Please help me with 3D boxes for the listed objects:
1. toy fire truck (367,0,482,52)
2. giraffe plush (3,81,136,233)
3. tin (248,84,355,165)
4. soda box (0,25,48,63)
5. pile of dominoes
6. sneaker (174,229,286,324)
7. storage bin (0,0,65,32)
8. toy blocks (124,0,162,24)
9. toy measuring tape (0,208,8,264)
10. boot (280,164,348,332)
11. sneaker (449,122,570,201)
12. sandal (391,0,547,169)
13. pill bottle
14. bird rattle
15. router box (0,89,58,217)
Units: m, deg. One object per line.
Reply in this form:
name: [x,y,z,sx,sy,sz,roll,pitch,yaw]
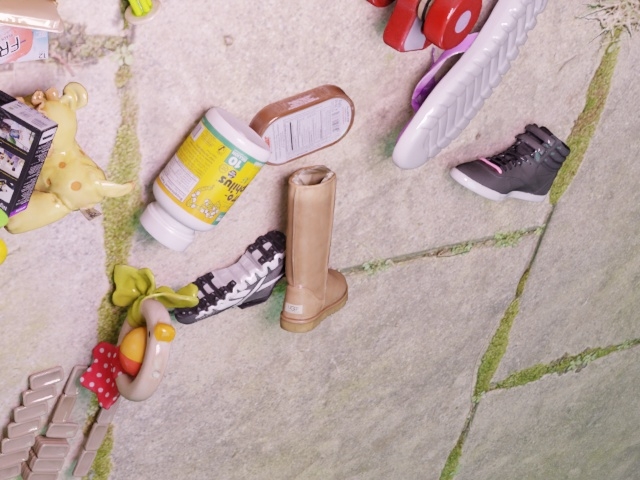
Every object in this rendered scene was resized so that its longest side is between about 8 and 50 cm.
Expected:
toy fire truck: [0.212,-0.426,1.584,0.253,0.169,0.302,-19,140,-51]
giraffe plush: [-0.366,-0.119,1.400,0.181,0.210,0.171,-32,114,-35]
tin: [-0.029,-0.186,1.693,0.189,0.040,0.106,-23,133,-20]
soda box: [-0.430,-0.252,1.290,0.183,0.063,0.058,-13,132,-29]
pile of dominoes: [-0.459,0.314,1.824,0.196,0.040,0.251,12,109,-43]
sneaker: [-0.141,0.086,1.817,0.234,0.078,0.106,-36,138,-10]
storage bin: [-0.373,-0.388,1.166,0.260,0.123,0.262,1,124,-39]
toy blocks: [-0.225,-0.368,1.354,0.123,0.054,0.148,-33,140,-10]
toy measuring tape: [-0.508,-0.078,1.250,0.121,0.121,0.330,-41,110,0]
boot: [0.000,0.000,1.827,0.236,0.089,0.270,-50,146,-66]
sneaker: [0.362,-0.156,1.983,0.295,0.104,0.147,0,124,-46]
sandal: [0.238,-0.294,1.766,0.416,0.102,0.169,-51,156,-7]
pill bottle: [-0.180,-0.089,1.596,0.208,0.117,0.117,-50,139,11]
bird rattle: [-0.301,0.171,1.687,0.143,0.207,0.254,24,100,-29]
router box: [-0.434,-0.130,1.320,0.133,0.178,0.046,-61,175,23]
